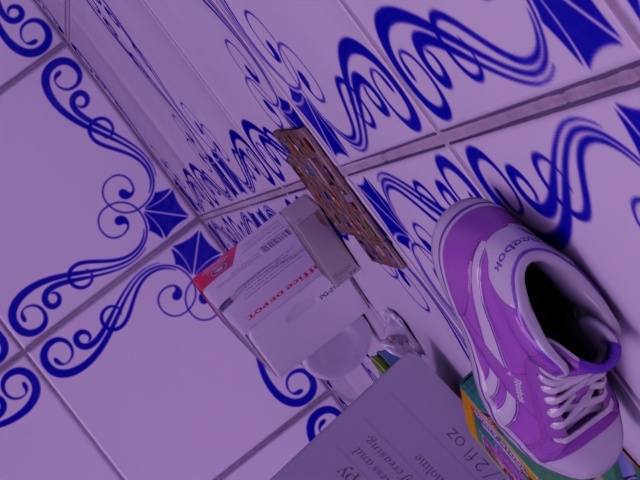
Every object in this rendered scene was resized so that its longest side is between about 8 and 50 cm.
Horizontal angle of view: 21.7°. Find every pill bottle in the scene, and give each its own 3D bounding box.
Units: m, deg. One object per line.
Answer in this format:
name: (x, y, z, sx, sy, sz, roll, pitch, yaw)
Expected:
pill bottle: (-0.018, 0.116, 2.566, 0.208, 0.119, 0.119, 42, 167, 54)

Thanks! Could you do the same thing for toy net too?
toy net: (0.114, 0.168, 2.281, 0.122, 0.045, 0.232, 50, 172, 21)

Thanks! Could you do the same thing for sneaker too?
sneaker: (0.189, 0.106, 1.315, 0.282, 0.102, 0.161, 57, 169, -29)

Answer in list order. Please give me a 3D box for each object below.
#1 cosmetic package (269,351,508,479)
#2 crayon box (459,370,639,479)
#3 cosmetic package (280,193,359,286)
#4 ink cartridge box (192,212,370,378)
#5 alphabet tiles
cosmetic package: (0.095, 0.423, 2.160, 0.329, 0.393, 0.327, 45, 170, 18)
crayon box: (0.252, 0.239, 1.613, 0.278, 0.081, 0.165, 50, 172, 22)
cosmetic package: (0.000, 0.000, 2.201, 0.115, 0.041, 0.060, 57, 172, -33)
ink cartridge box: (-0.060, 0.077, 2.423, 0.100, 0.172, 0.237, 56, 172, -28)
alphabet tiles: (0.016, -0.052, 1.989, 0.198, 0.009, 0.237, 53, 173, -9)
